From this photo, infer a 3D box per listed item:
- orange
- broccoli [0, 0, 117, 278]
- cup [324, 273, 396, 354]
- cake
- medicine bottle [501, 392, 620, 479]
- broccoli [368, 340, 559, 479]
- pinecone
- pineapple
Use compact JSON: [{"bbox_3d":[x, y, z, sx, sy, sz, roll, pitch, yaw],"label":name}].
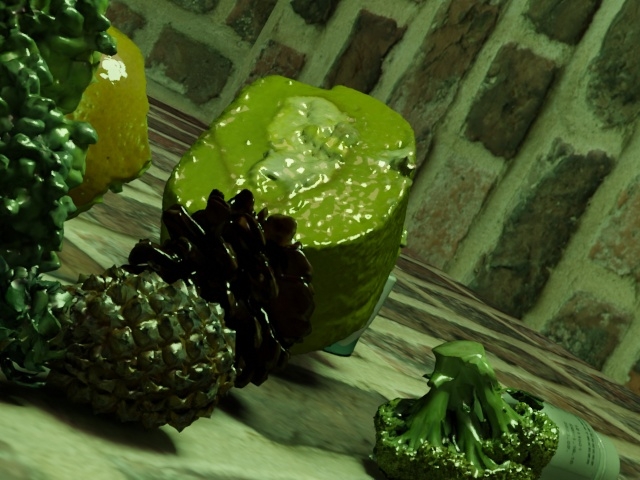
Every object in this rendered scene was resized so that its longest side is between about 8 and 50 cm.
[{"bbox_3d":[-0.239,-0.114,1.082,0.158,0.179,0.237,31,5,-29],"label":"orange"},{"bbox_3d":[-0.224,-0.086,0.870,0.247,0.288,0.245,-7,-23,15],"label":"broccoli"},{"bbox_3d":[0.000,0.000,1.311,0.167,0.173,0.299,25,7,-27],"label":"cup"},{"bbox_3d":[-0.017,-0.027,1.111,0.179,0.156,0.260,22,41,11],"label":"cake"},{"bbox_3d":[0.195,0.182,1.134,0.130,0.080,0.080,25,7,-42],"label":"medicine bottle"},{"bbox_3d":[0.098,0.131,0.915,0.131,0.120,0.130,-2,17,12],"label":"broccoli"},{"bbox_3d":[-0.074,0.033,0.883,0.120,0.140,0.140,-12,32,-37],"label":"pinecone"},{"bbox_3d":[-0.129,0.041,0.704,0.221,0.103,0.083,24,-26,-39],"label":"pineapple"}]
